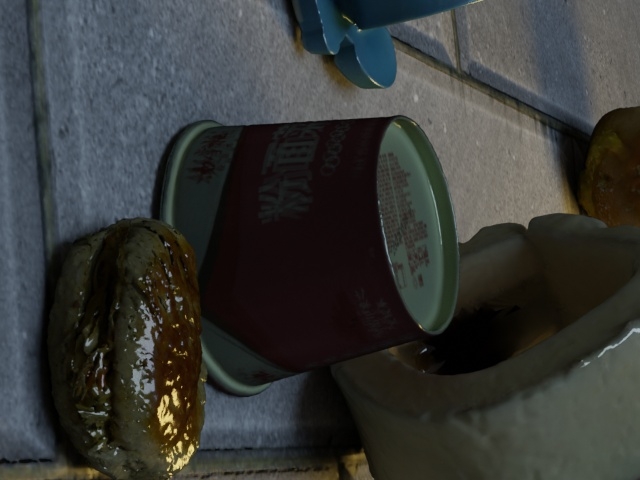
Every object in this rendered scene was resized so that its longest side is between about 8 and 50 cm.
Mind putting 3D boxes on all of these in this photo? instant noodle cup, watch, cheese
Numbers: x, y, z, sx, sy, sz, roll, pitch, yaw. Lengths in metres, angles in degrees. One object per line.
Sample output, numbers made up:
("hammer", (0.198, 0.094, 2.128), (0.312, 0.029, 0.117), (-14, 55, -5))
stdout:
("instant noodle cup", (0.000, 0.000, 1.389), (0.235, 0.178, 0.235), (-11, 90, -67))
("watch", (0.085, -0.257, 1.646), (0.211, 0.193, 0.211), (-11, 90, -67))
("cheese", (0.184, 0.106, 1.554), (0.292, 0.332, 0.153), (45, -23, 61))

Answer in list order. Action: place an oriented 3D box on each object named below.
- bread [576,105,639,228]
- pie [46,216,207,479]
("bread", (0.452, -0.083, 2.415), (0.246, 0.176, 0.196), (24, 69, -78))
("pie", (-0.125, 0.075, 1.217), (0.163, 0.079, 0.193), (33, 53, -63))
